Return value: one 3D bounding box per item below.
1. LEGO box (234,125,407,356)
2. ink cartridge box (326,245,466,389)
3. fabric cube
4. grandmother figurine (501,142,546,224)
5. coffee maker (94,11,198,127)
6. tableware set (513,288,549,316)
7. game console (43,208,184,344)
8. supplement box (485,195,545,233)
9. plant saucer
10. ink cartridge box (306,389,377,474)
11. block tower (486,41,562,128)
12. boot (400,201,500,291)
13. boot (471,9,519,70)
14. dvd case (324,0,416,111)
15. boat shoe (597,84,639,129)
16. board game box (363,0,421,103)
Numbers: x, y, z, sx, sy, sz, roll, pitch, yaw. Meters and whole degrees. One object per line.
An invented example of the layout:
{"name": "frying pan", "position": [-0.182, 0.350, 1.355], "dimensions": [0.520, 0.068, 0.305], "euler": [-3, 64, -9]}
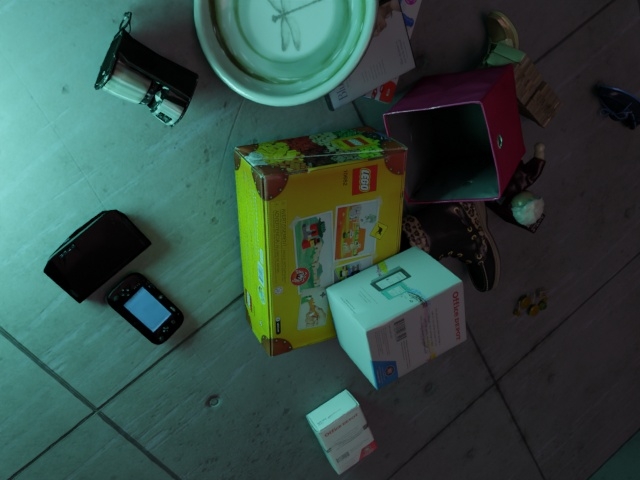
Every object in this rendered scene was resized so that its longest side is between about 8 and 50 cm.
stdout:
{"name": "LEGO box", "position": [0.000, 0.000, 1.478], "dimensions": [0.372, 0.193, 0.501], "euler": [-13, 121, -23]}
{"name": "ink cartridge box", "position": [0.189, 0.181, 1.434], "dimensions": [0.269, 0.197, 0.198], "euler": [-24, 125, -17]}
{"name": "fabric cube", "position": [0.349, -0.267, 1.479], "dimensions": [0.258, 0.258, 0.254], "euler": [-47, 127, -43]}
{"name": "grandmother figurine", "position": [0.528, -0.207, 1.633], "dimensions": [0.104, 0.207, 0.343], "euler": [-13, 80, -60]}
{"name": "coffee maker", "position": [-0.349, -0.350, 1.216], "dimensions": [0.178, 0.120, 0.171], "euler": [24, 97, -34]}
{"name": "tableware set", "position": [0.758, 0.231, 2.108], "dimensions": [0.154, 0.024, 0.104], "euler": [-19, 121, -22]}
{"name": "game console", "position": [-0.455, 0.104, 1.395], "dimensions": [0.213, 0.044, 0.361], "euler": [-41, 124, -7]}
{"name": "supplement box", "position": [0.565, -0.118, 1.793], "dimensions": [0.239, 0.130, 0.073], "euler": [30, 93, -35]}
{"name": "plant saucer", "position": [-0.067, -0.488, 1.241], "dimensions": [0.399, 0.100, 0.401], "euler": [3, 101, 15]}
{"name": "ink cartridge box", "position": [0.069, 0.606, 1.853], "dimensions": [0.158, 0.092, 0.218], "euler": [-30, 123, -14]}
{"name": "block tower", "position": [0.565, -0.424, 1.629], "dimensions": [0.335, 0.097, 0.091], "euler": [20, 109, -50]}
{"name": "boot", "position": [0.378, 0.032, 1.750], "dimensions": [0.284, 0.138, 0.378], "euler": [-27, 117, -17]}
{"name": "boot", "position": [0.465, -0.500, 1.611], "dimensions": [0.165, 0.077, 0.213], "euler": [-42, 131, -7]}
{"name": "dvd case", "position": [0.099, -0.439, 1.371], "dimensions": [0.252, 0.022, 0.181], "euler": [-30, 122, -13]}
{"name": "boat shoe", "position": [0.986, -0.426, 1.905], "dimensions": [0.258, 0.109, 0.089], "euler": [17, 105, -30]}
{"name": "board game box", "position": [0.071, -0.512, 1.391], "dimensions": [0.301, 0.086, 0.309], "euler": [7, 107, -30]}
